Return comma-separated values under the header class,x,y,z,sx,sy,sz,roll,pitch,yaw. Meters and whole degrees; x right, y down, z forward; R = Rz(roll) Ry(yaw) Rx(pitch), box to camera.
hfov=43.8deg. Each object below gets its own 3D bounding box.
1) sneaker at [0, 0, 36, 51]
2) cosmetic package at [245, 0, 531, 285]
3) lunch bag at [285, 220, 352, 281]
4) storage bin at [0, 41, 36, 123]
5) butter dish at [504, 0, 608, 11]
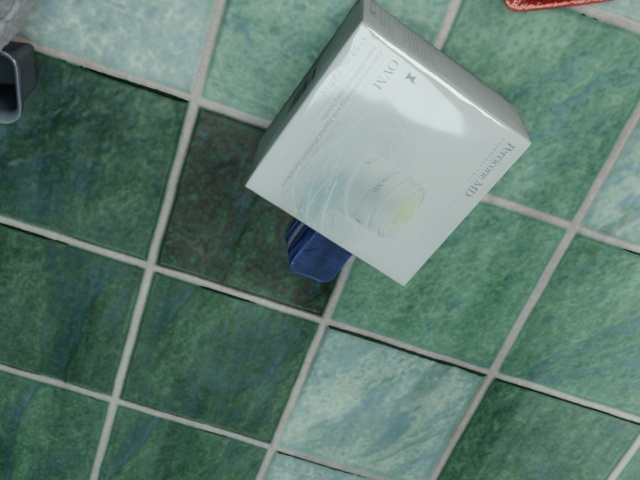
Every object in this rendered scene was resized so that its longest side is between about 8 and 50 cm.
class,x,y,z,sx,sy,sz,roll,pitch,yaw
sneaker,-0.370,-0.321,0.806,0.180,0.124,0.321,30,84,-1
cosmetic package,0.072,-0.109,0.904,0.225,0.138,0.224,31,116,-14
lunch bag,0.000,0.000,1.008,0.067,0.065,0.098,23,125,-27
storage bin,-0.396,-0.200,0.914,0.135,0.091,0.098,6,119,0
butter dish,0.265,-0.306,0.793,0.160,0.118,0.159,-5,117,7
